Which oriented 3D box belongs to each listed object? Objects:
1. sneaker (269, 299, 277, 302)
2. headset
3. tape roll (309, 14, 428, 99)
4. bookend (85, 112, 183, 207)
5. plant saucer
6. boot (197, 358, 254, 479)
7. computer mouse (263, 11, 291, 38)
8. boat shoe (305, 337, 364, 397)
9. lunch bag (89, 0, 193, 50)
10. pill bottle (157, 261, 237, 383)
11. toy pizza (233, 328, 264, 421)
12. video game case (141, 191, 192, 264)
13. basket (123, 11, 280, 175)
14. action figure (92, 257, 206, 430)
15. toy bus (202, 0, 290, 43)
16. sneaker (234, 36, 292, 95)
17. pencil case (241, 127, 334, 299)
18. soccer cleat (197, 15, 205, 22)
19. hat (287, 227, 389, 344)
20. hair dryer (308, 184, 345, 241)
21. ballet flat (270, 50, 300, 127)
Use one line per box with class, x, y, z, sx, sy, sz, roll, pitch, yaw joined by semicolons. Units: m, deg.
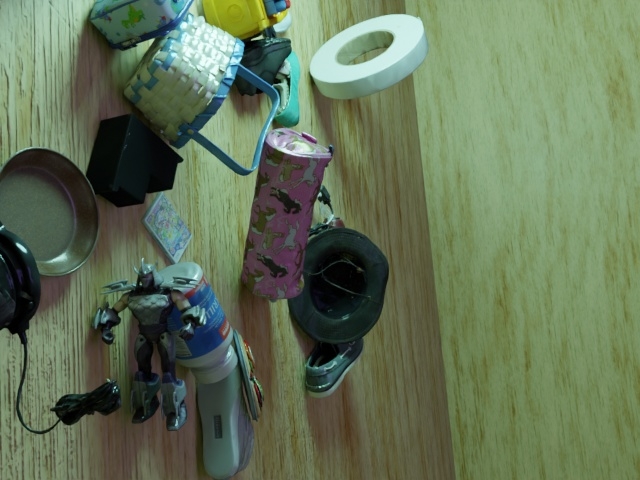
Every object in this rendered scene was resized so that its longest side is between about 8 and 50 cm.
sneaker;-0.138;0.108;1.522;0.069;0.038;0.098;12;62;-63
headset;-0.414;0.087;0.717;0.394;0.185;0.243;55;34;-26
tape roll;0.156;-0.600;1.966;0.391;0.393;0.072;-75;148;-42
bookend;-0.335;-0.118;1.100;0.157;0.073;0.156;44;44;-55
plant saucer;-0.422;-0.041;0.923;0.199;0.036;0.198;-8;90;-67
boot;-0.194;0.361;1.273;0.123;0.095;0.258;45;44;-73
computer mouse;-0.124;-0.648;1.780;0.193;0.042;0.105;-59;134;-55
boat shoe;0.043;0.320;1.764;0.319;0.116;0.098;-49;131;-53
lunch bag;-0.313;-0.453;1.126;0.090;0.176;0.218;57;33;-41
pill bottle;-0.241;0.162;1.158;0.124;0.125;0.221;-64;140;-52
toy pizza;-0.152;0.287;1.304;0.201;0.032;0.201;167;-90;-79
video game case;-0.305;-0.024;1.213;0.087;0.011;0.122;-73;146;-45
basket;-0.220;-0.295;1.219;0.289;0.201;0.254;33;47;-23
action figure;-0.280;0.168;1.024;0.099;0.186;0.284;-44;131;-76
toy bus;-0.153;-0.578;1.487;0.220;0.212;0.149;-56;132;-59
sneaker;-0.158;-0.460;1.598;0.286;0.109;0.130;-47;135;-52
pencil case;-0.081;-0.052;1.382;0.160;0.167;0.385;-127;-135;-56
soccer cleat;-0.285;-0.488;1.384;0.035;0.029;0.083;55;40;-53
hat;0.034;0.127;1.755;0.134;0.332;0.330;-175;-95;-69
hair dryer;0.000;0.000;1.854;0.223;0.080;0.293;-57;131;-34
ballet flat;-0.105;-0.443;1.719;0.087;0.083;0.247;14;67;-50
